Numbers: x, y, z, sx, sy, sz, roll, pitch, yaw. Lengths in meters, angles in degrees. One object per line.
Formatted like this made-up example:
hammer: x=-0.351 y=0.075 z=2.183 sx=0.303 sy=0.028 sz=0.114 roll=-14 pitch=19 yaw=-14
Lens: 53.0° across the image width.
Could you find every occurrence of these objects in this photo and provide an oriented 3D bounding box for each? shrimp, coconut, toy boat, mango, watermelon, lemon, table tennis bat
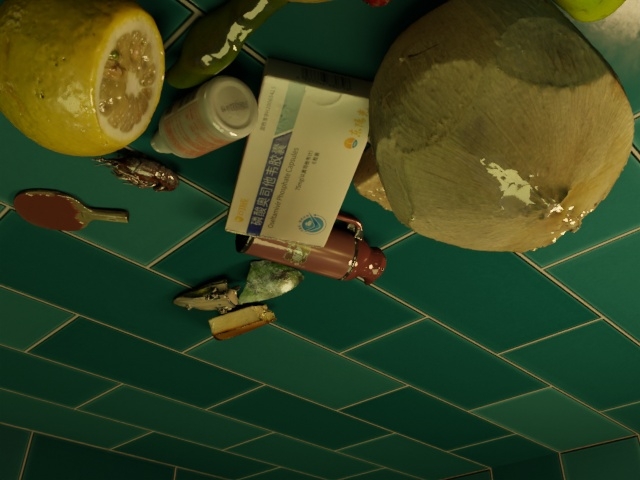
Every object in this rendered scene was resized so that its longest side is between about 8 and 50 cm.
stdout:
shrimp: x=-0.347 y=-0.132 z=1.208 sx=0.165 sy=0.056 sz=0.065 roll=15 pitch=149 yaw=-15
coconut: x=0.239 y=-0.149 z=0.897 sx=0.346 sy=0.360 sz=0.346 roll=-2 pitch=135 yaw=-2
toy boat: x=-0.292 y=0.146 z=1.601 sx=0.210 sy=0.066 sz=0.084 roll=-9 pitch=133 yaw=31
mango: x=0.358 y=-0.364 z=0.854 sx=0.163 sy=0.089 sz=0.117 roll=16 pitch=135 yaw=-40
watermelon: x=-0.119 y=0.089 z=1.531 sx=0.155 sy=0.080 sz=0.101 roll=-1 pitch=110 yaw=6
lemon: x=-0.354 y=-0.246 z=0.897 sx=0.219 sy=0.240 sz=0.240 roll=17 pitch=147 yaw=12
table tennis bat: x=-0.522 y=-0.059 z=1.346 sx=0.234 sy=0.022 sz=0.131 roll=4 pitch=144 yaw=-3

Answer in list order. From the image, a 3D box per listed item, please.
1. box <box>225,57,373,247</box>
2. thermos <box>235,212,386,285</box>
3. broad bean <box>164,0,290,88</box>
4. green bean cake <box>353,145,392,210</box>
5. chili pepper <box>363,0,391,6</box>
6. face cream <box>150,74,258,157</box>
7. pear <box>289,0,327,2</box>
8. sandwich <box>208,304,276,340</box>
box: x=-0.040 y=-0.139 z=1.135 sx=0.200 sy=0.065 sz=0.343 roll=10 pitch=133 yaw=-13
thermos: x=-0.004 y=0.003 z=1.366 sx=0.330 sy=0.136 sz=0.109 roll=17 pitch=174 yaw=-22
broad bean: x=-0.116 y=-0.316 z=0.934 sx=0.325 sy=0.067 sz=0.075 roll=-26 pitch=121 yaw=27
green bean cake: x=0.152 y=-0.139 z=1.168 sx=0.109 sy=0.085 sz=0.179 roll=28 pitch=138 yaw=-32
chili pepper: x=0.074 y=-0.376 z=0.850 sx=0.073 sy=0.070 sz=0.123 roll=3 pitch=151 yaw=26
face cream: x=-0.213 y=-0.190 z=1.070 sx=0.101 sy=0.101 sz=0.252 roll=29 pitch=155 yaw=-34
pear: x=-0.003 y=-0.391 z=0.653 sx=0.304 sy=0.304 sz=0.304 roll=0 pitch=145 yaw=0
sandwich: x=-0.197 y=0.211 z=1.667 sx=0.162 sy=0.058 sz=0.193 roll=-17 pitch=169 yaw=-5
